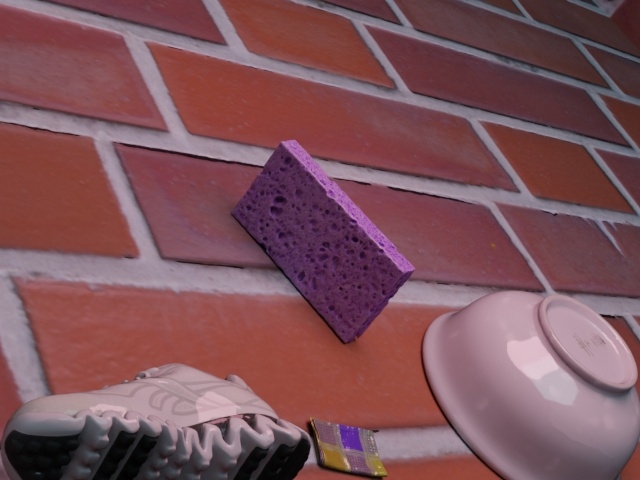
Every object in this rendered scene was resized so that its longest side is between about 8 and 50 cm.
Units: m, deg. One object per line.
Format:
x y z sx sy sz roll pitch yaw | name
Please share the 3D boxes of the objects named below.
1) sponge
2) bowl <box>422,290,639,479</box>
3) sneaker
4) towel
0.000 0.000 1.263 0.210 0.117 0.031 48 30 17 | sponge
0.278 0.160 1.332 0.298 0.134 0.297 27 33 -19 | bowl
-0.142 0.157 0.926 0.292 0.110 0.118 14 29 -49 | sneaker
0.027 0.207 1.119 0.083 0.009 0.060 19 34 -29 | towel
